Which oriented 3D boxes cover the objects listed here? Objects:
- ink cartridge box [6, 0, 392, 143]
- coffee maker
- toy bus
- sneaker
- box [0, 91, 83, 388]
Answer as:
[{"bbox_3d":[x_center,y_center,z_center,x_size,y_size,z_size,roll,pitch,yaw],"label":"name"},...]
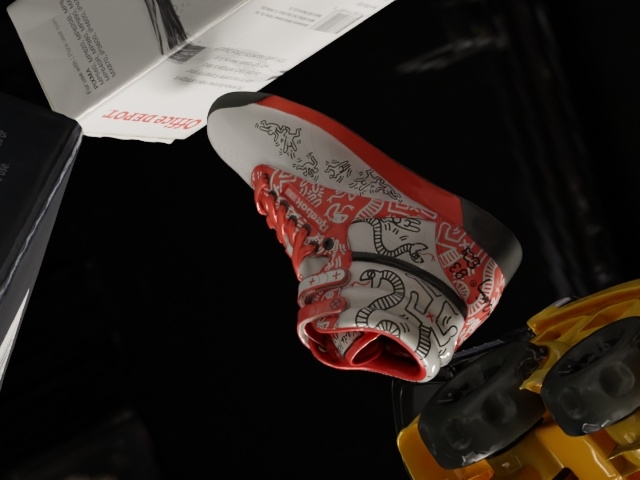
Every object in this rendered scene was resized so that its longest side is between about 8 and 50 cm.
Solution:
[{"bbox_3d":[-0.074,-0.194,1.498,0.273,0.197,0.114,-33,-102,21],"label":"ink cartridge box"},{"bbox_3d":[0.144,0.132,1.512,0.171,0.178,0.120,-36,-106,48],"label":"coffee maker"},{"bbox_3d":[0.184,0.081,0.993,0.149,0.211,0.220,53,-35,-9],"label":"toy bus"},{"bbox_3d":[0.001,0.000,1.427,0.270,0.145,0.090,29,-27,14],"label":"sneaker"},{"bbox_3d":[-0.359,0.037,0.957,0.396,0.212,0.293,19,-61,-3],"label":"box"}]
